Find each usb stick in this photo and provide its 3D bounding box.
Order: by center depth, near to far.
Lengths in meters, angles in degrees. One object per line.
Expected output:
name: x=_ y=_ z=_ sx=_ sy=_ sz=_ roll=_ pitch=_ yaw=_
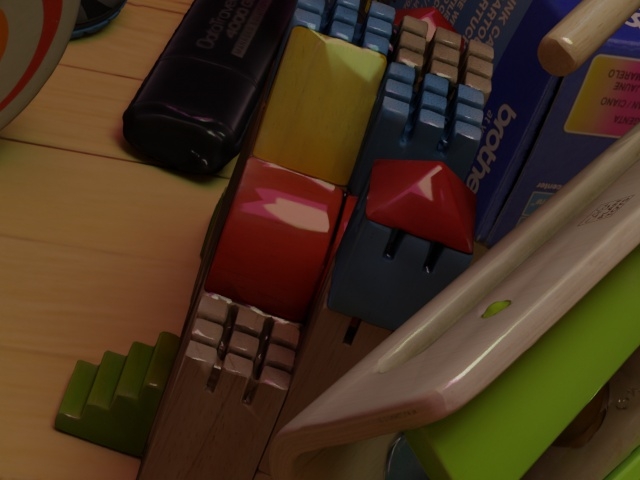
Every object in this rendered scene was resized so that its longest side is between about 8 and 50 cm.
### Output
usb stick: x=-0.064 y=-0.127 z=1.315 sx=0.077 sy=0.045 sz=0.278 roll=16 pitch=32 yaw=3

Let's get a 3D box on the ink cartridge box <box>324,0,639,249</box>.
ink cartridge box: x=0.175 y=-0.119 z=1.184 sx=0.270 sy=0.151 sz=0.395 roll=4 pitch=37 yaw=-29

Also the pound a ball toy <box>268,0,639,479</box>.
pound a ball toy: x=0.106 y=0.004 z=0.768 sx=0.319 sy=0.135 sz=0.208 roll=-39 pitch=101 yaw=-38

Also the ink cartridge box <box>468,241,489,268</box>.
ink cartridge box: x=0.132 y=-0.011 z=1.219 sx=0.158 sy=0.092 sz=0.218 roll=-9 pitch=42 yaw=-40

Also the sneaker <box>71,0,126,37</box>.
sneaker: x=-0.188 y=-0.176 z=1.280 sx=0.067 sy=0.078 sz=0.188 roll=40 pitch=36 yaw=26

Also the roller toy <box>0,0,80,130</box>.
roller toy: x=-0.247 y=-0.145 z=1.099 sx=0.146 sy=0.209 sz=0.191 roll=41 pitch=25 yaw=28

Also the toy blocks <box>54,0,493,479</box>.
toy blocks: x=0.000 y=0.000 z=0.965 sx=0.190 sy=0.261 sz=0.381 roll=19 pitch=32 yaw=-5
